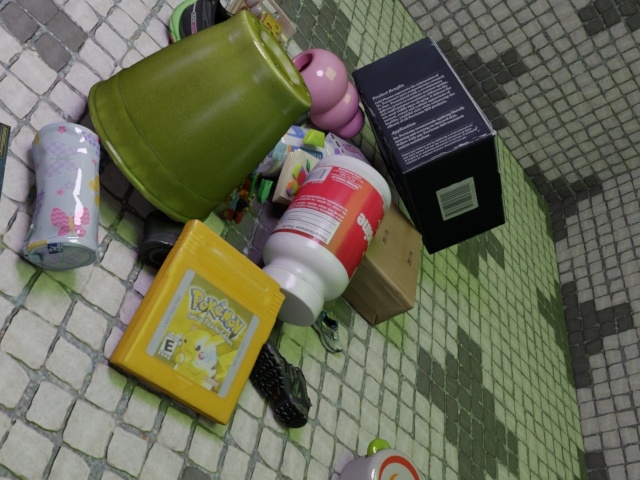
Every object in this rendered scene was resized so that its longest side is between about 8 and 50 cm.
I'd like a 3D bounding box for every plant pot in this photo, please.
[{"bbox_3d":[-0.220,-0.282,1.385,0.366,0.353,0.366,51,16,-20],"label":"plant pot"}]

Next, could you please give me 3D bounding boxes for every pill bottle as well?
[{"bbox_3d":[0.000,0.000,1.644,0.229,0.229,0.408,46,57,-26],"label":"pill bottle"},{"bbox_3d":[-0.079,-0.244,1.838,0.272,0.152,0.152,2,67,-55],"label":"pill bottle"}]

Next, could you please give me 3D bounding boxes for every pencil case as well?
[{"bbox_3d":[-0.469,-0.081,1.207,0.113,0.124,0.273,90,-6,-65],"label":"pencil case"}]

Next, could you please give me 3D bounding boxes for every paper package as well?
[{"bbox_3d":[0.151,0.032,1.967,0.309,0.168,0.325,46,36,-28],"label":"paper package"}]

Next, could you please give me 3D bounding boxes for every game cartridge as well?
[{"bbox_3d":[-0.229,0.167,1.337,0.285,0.052,0.324,41,62,-32],"label":"game cartridge"}]

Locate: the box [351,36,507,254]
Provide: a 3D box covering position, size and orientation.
[{"bbox_3d":[0.358,-0.298,2.138,0.480,0.297,0.472,60,9,-53],"label":"box"}]

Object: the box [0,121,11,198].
[{"bbox_3d":[-0.612,-0.119,1.090,0.159,0.044,0.233,25,49,-45],"label":"box"}]

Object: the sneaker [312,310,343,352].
[{"bbox_3d":[0.026,0.241,1.744,0.135,0.058,0.052,55,34,-16],"label":"sneaker"}]

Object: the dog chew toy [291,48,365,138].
[{"bbox_3d":[0.028,-0.450,2.104,0.332,0.206,0.207,45,36,-42],"label":"dog chew toy"}]

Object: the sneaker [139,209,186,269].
[{"bbox_3d":[-0.265,0.018,1.445,0.286,0.109,0.130,33,36,-44],"label":"sneaker"}]

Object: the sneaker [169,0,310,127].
[{"bbox_3d":[-0.186,-0.470,1.792,0.482,0.202,0.185,37,42,-36],"label":"sneaker"}]

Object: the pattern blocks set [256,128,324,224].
[{"bbox_3d":[-0.047,-0.157,1.772,0.324,0.026,0.286,-6,114,-53],"label":"pattern blocks set"}]

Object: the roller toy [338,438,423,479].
[{"bbox_3d":[0.141,0.608,1.575,0.191,0.146,0.209,46,41,-11],"label":"roller toy"}]

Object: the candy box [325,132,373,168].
[{"bbox_3d":[0.098,-0.236,2.105,0.164,0.070,0.196,19,32,-48],"label":"candy box"}]

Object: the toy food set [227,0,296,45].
[{"bbox_3d":[-0.176,-0.660,2.039,0.220,0.092,0.306,45,37,-27],"label":"toy food set"}]

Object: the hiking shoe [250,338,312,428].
[{"bbox_3d":[-0.092,0.316,1.521,0.227,0.086,0.114,65,18,-9],"label":"hiking shoe"}]

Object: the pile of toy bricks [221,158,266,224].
[{"bbox_3d":[-0.209,-0.150,1.596,0.105,0.212,0.118,24,36,4],"label":"pile of toy bricks"}]
